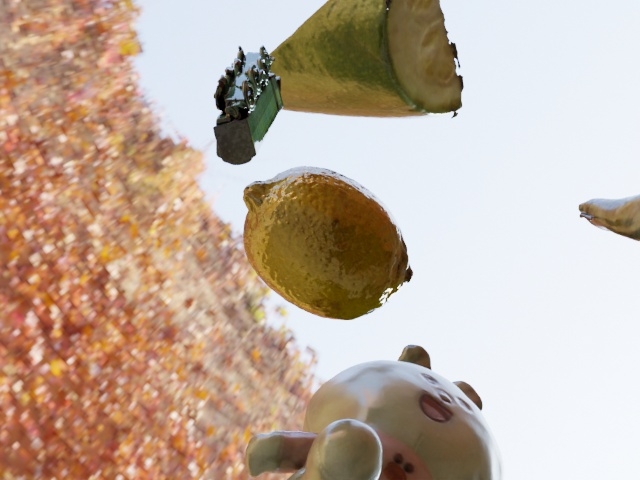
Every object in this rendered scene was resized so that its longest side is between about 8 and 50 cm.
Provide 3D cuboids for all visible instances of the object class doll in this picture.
[{"bbox_3d":[0.038,0.144,0.843,0.155,0.275,0.113,33,-75,5],"label":"doll"}]

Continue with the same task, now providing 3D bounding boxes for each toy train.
[{"bbox_3d":[-0.060,-0.115,1.135,0.038,0.148,0.071,-2,-68,9],"label":"toy train"}]

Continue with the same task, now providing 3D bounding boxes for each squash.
[{"bbox_3d":[-0.009,-0.199,1.374,0.288,0.111,0.203,14,-48,42],"label":"squash"}]

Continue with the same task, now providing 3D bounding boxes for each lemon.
[{"bbox_3d":[0.000,0.000,0.797,0.110,0.082,0.082,32,-72,-13],"label":"lemon"}]

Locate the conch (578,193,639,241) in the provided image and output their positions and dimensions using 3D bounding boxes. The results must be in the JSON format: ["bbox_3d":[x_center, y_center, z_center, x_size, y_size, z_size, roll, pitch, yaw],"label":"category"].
[{"bbox_3d":[0.242,-0.014,0.687,0.137,0.234,0.114,35,-89,-6],"label":"conch"}]
